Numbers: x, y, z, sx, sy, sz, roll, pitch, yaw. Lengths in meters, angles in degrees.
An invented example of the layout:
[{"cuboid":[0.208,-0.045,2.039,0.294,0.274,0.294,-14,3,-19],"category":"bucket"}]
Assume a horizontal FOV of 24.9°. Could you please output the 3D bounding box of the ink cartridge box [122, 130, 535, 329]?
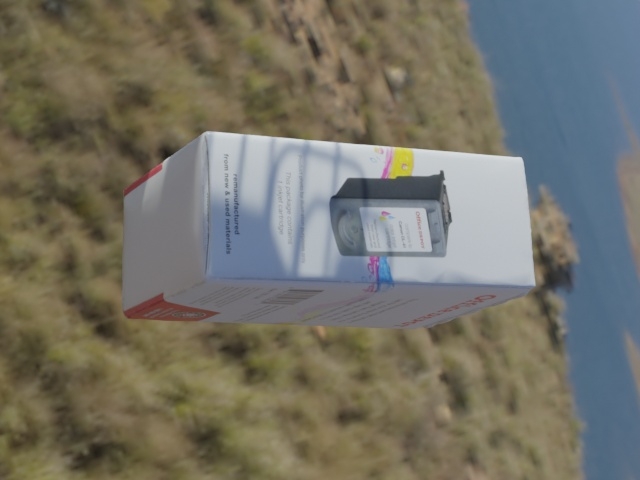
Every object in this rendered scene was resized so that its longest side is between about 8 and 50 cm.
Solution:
[{"cuboid":[0.000,0.000,1.282,0.306,0.226,0.131,2,78,-26],"category":"ink cartridge box"}]
